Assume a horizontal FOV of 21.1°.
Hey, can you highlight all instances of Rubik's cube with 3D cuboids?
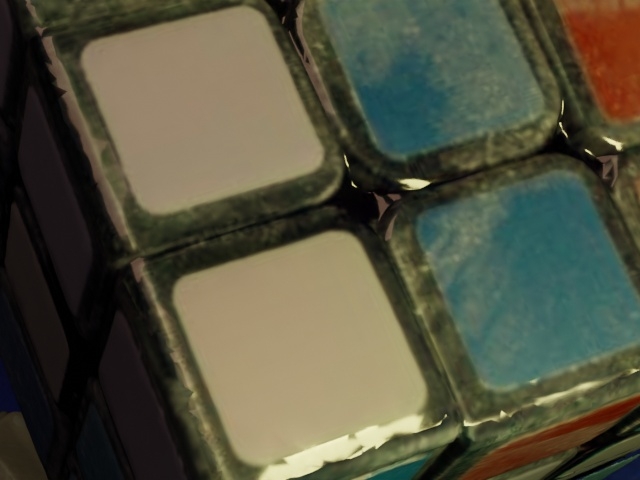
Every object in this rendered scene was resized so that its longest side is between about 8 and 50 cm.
[{"bbox_3d":[0.010,-0.012,0.906,0.359,0.363,0.362,-16,74,-18],"label":"Rubik's cube"}]

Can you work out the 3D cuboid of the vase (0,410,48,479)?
[{"bbox_3d":[-0.127,0.242,1.064,0.165,0.165,0.360,-40,42,-14],"label":"vase"}]
